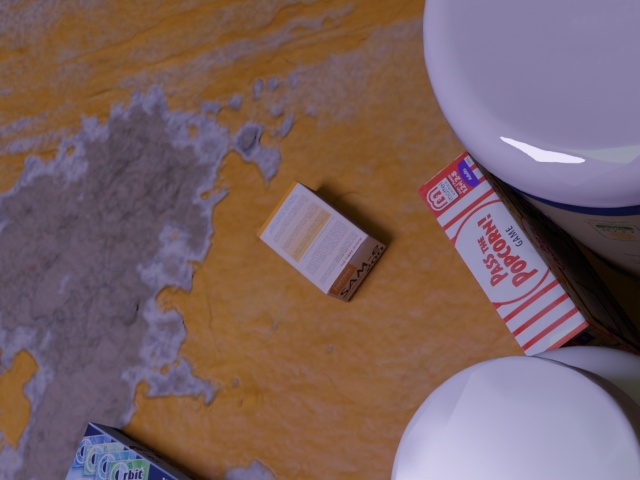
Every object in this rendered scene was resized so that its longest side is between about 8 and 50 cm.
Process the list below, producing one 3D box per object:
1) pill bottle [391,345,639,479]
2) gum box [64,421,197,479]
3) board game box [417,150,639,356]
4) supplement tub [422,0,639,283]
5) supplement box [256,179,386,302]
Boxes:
[{"bbox_3d":[0.171,0.158,0.646,0.176,0.318,0.176,-11,68,29],"label":"pill bottle"},{"bbox_3d":[-0.183,0.274,0.985,0.157,0.041,0.184,20,85,44],"label":"gum box"},{"bbox_3d":[0.158,0.032,0.770,0.045,0.193,0.147,-39,58,15],"label":"board game box"},{"bbox_3d":[0.224,-0.092,0.694,0.228,0.316,0.228,-10,69,29],"label":"supplement tub"},{"bbox_3d":[0.000,0.000,0.974,0.098,0.036,0.062,40,97,35],"label":"supplement box"}]
